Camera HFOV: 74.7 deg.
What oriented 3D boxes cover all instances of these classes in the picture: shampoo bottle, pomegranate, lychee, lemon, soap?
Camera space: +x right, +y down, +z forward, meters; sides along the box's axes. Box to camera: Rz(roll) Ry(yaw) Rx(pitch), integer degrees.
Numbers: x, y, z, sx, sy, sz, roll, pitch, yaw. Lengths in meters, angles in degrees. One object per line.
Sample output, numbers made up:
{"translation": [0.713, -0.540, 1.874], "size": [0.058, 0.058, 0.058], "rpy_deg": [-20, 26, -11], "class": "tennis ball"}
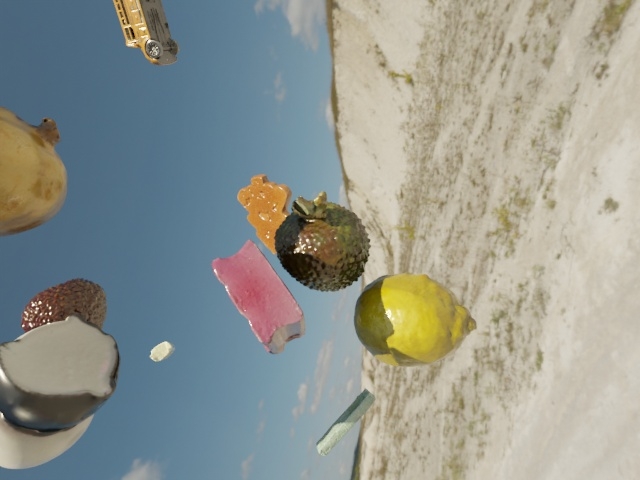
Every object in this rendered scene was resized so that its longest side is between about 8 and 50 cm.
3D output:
{"translation": [-0.376, 0.267, 1.012], "size": [0.049, 0.034, 0.141], "rpy_deg": [-51, 1, -19], "class": "shampoo bottle"}
{"translation": [-0.687, -0.138, 0.854], "size": [0.307, 0.307, 0.307], "rpy_deg": [10, -90, -79], "class": "pomegranate"}
{"translation": [0.003, 0.010, 1.187], "size": [0.270, 0.270, 0.320], "rpy_deg": [-56, -53, -65], "class": "lychee"}
{"translation": [0.246, 0.223, 1.181], "size": [0.316, 0.285, 0.285], "rpy_deg": [179, 103, -69], "class": "lemon"}
{"translation": [-0.837, 0.250, 1.390], "size": [0.271, 0.236, 0.236], "rpy_deg": [-51, -28, -43], "class": "lychee"}
{"translation": [-0.150, 0.168, 1.105], "size": [0.128, 0.233, 0.359], "rpy_deg": [-33, -15, -12], "class": "soap"}

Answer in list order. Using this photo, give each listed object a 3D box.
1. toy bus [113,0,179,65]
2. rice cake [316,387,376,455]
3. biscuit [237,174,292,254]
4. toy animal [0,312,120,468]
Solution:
{"translation": [-0.370, -0.467, 0.874], "size": [0.083, 0.088, 0.194], "rpy_deg": [-63, -33, -60], "class": "toy bus"}
{"translation": [0.055, 0.395, 0.914], "size": [0.171, 0.029, 0.033], "rpy_deg": [-47, 13, -5], "class": "rice cake"}
{"translation": [-0.193, -0.095, 1.565], "size": [0.043, 0.284, 0.306], "rpy_deg": [-29, -65, -45], "class": "biscuit"}
{"translation": [-0.443, 0.253, 0.676], "size": [0.235, 0.165, 0.187], "rpy_deg": [-48, -9, 25], "class": "toy animal"}
